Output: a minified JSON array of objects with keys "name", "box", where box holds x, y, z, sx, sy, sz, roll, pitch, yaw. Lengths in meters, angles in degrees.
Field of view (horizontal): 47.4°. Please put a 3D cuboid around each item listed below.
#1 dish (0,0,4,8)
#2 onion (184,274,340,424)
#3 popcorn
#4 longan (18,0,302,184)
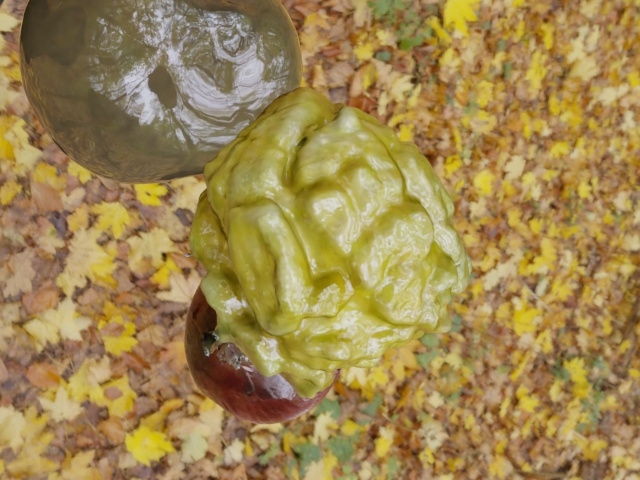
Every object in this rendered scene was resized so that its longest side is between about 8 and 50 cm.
[{"name":"dish","box":[-0.447,-0.311,0.857,0.064,0.234,0.154,-37,128,26]},{"name":"onion","box":[-0.126,0.191,1.420,0.347,0.348,0.285,-67,166,5]},{"name":"popcorn","box":[-0.002,0.009,0.601,0.225,0.249,0.249,-44,121,1]},{"name":"longan","box":[-0.204,-0.232,0.958,0.361,0.361,0.360,-9,110,-26]}]
